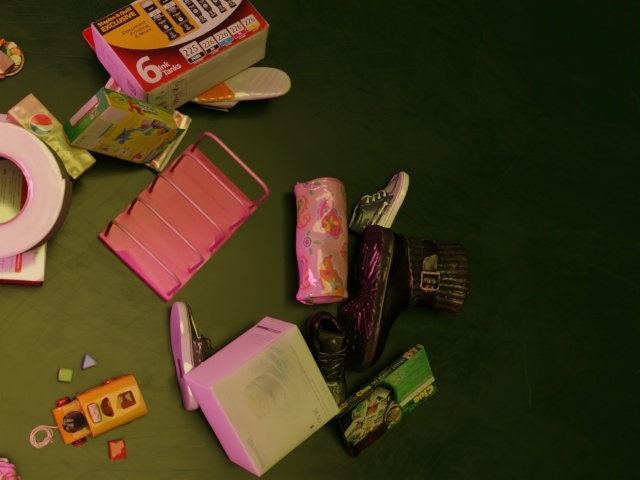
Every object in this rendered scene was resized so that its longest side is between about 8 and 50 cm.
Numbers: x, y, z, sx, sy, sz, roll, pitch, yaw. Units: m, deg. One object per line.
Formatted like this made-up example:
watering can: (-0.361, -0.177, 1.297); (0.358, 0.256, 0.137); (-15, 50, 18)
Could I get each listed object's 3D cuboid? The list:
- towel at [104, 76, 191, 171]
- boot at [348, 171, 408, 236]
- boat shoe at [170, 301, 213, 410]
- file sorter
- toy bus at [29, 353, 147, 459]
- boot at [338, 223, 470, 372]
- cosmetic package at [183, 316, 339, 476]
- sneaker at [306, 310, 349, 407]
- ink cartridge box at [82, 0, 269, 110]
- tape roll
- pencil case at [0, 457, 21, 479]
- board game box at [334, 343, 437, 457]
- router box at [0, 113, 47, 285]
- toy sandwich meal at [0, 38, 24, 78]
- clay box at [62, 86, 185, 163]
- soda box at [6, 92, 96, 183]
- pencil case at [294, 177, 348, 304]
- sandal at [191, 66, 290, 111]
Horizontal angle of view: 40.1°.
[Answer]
towel: (-0.394, -0.252, 1.888); (0.197, 0.029, 0.144); (29, 72, -9)
boot: (0.136, -0.090, 2.038); (0.086, 0.069, 0.190); (28, 73, -17)
boat shoe: (-0.260, 0.237, 1.829); (0.076, 0.080, 0.228); (-8, 84, -28)
file sorter: (-0.276, -0.055, 1.819); (0.202, 0.182, 0.290); (44, 69, -7)
toy bus: (-0.443, 0.337, 1.725); (0.191, 0.104, 0.202); (25, 72, -14)
boot: (0.198, 0.147, 1.987); (0.260, 0.131, 0.347); (16, 87, -29)
cosmetic package: (-0.118, 0.315, 1.796); (0.225, 0.138, 0.224); (-35, 110, -25)
sneaker: (0.017, 0.264, 1.892); (0.087, 0.130, 0.227); (-3, 82, -6)
ink cartridge box: (-0.316, -0.448, 1.868); (0.309, 0.130, 0.272); (-35, 77, -20)
tape roll: (-0.586, -0.090, 1.600); (0.246, 0.169, 0.246); (0, 92, -12)
pencil case: (-0.742, 0.429, 1.571); (0.386, 0.167, 0.160); (24, 116, -14)
board game box: (0.147, 0.356, 1.950); (0.260, 0.030, 0.136); (-34, 121, -23)
router box: (-0.688, -0.085, 1.725); (0.301, 0.082, 0.335); (6, 78, -20)
toy sandwich meal: (-0.658, -0.379, 1.820); (0.086, 0.029, 0.085); (4, 79, -20)
clay box: (-0.389, -0.225, 1.764); (0.222, 0.127, 0.053); (12, 46, -58)
soda box: (-0.531, -0.198, 1.729); (0.181, 0.058, 0.061); (47, 66, -8)
pencil case: (0.000, 0.000, 1.950); (0.124, 0.124, 0.284); (1, 79, -20)
sandal: (-0.200, -0.331, 1.949); (0.265, 0.076, 0.101); (1, 64, -6)
